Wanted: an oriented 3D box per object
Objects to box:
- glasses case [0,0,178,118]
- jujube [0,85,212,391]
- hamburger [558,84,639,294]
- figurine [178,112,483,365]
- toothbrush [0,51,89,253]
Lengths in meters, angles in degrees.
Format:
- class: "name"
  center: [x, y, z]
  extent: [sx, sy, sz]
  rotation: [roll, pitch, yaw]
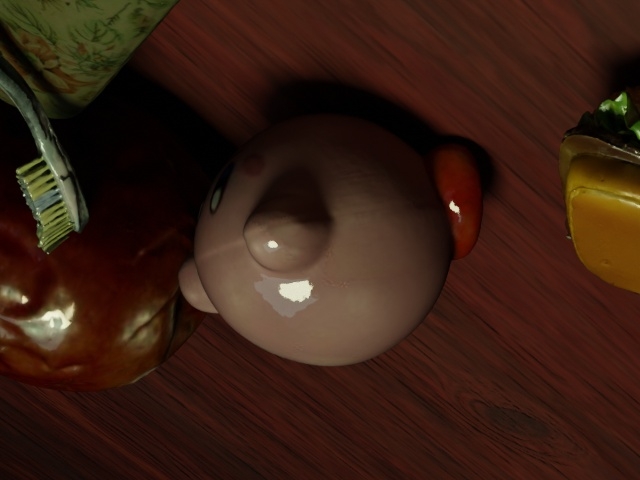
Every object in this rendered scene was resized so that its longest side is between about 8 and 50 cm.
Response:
- class: "glasses case"
  center: [-0.147, -0.185, 1.026]
  extent: [0.156, 0.098, 0.425]
  rotation: [38, 155, -10]
- class: "jujube"
  center: [-0.220, -0.027, 1.279]
  extent: [0.318, 0.223, 0.223]
  rotation: [31, 157, 19]
- class: "hamburger"
  center: [0.214, -0.026, 0.966]
  extent: [0.166, 0.087, 0.137]
  rotation: [18, 153, 20]
- class: "figurine"
  center: [0.000, 0.000, 1.147]
  extent: [0.173, 0.173, 0.173]
  rotation: [23, 155, 12]
- class: "toothbrush"
  center: [-0.217, -0.151, 1.019]
  extent: [0.035, 0.042, 0.413]
  rotation: [30, 150, 43]
